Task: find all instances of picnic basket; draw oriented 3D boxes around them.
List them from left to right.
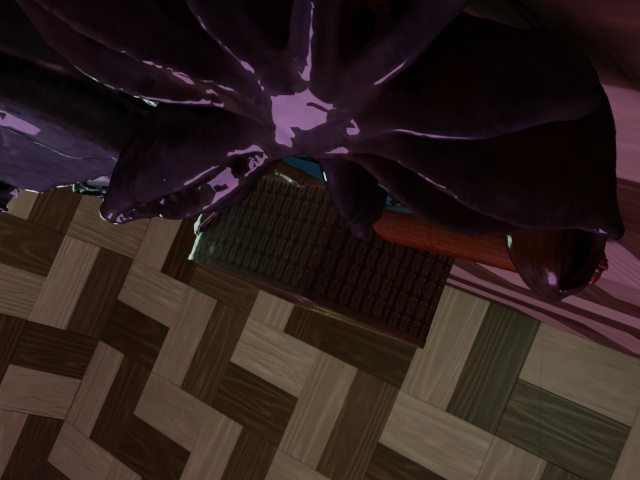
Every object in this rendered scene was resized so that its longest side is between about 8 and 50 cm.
[{"bbox_3d":[0.000,0.000,1.258,0.228,0.175,0.313,25,173,-36],"label":"picnic basket"}]

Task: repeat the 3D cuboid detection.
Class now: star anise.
[{"bbox_3d":[-0.008,-0.071,0.374,0.257,0.110,0.198,6,148,17],"label":"star anise"}]

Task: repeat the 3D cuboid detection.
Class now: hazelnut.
[{"bbox_3d":[0.181,0.006,0.731,0.086,0.086,0.086,23,178,1],"label":"hazelnut"}]

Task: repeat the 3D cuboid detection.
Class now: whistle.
[{"bbox_3d":[-0.275,-0.105,0.714,0.168,0.188,0.405,26,-168,-39],"label":"whistle"}]

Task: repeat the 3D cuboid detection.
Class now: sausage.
[{"bbox_3d":[0.154,-0.005,0.956,0.053,0.053,0.348,24,175,-33],"label":"sausage"}]

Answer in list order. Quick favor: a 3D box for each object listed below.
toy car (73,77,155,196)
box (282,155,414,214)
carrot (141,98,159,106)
[{"bbox_3d":[-0.175,-0.105,1.056,0.125,0.136,0.306,1,174,12],"label":"toy car"},{"bbox_3d":[-0.001,-0.084,0.863,0.226,0.042,0.161,25,178,-26],"label":"box"},{"bbox_3d":[-0.071,-0.114,0.543,0.072,0.072,0.205,24,177,-16],"label":"carrot"}]
